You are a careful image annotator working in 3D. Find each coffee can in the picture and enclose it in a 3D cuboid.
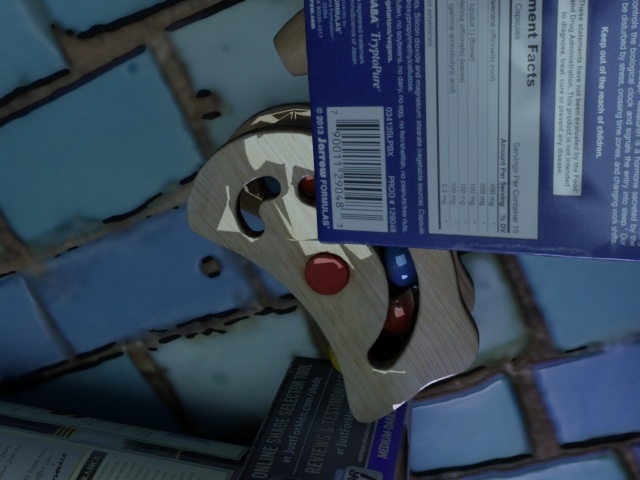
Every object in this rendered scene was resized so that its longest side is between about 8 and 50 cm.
[{"bbox_3d":[-0.185,0.241,0.597,0.275,0.201,0.202,8,115,10],"label":"coffee can"}]

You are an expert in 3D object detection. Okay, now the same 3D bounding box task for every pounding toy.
[{"bbox_3d":[0.000,0.000,0.468,0.154,0.155,0.269,-15,110,15],"label":"pounding toy"}]

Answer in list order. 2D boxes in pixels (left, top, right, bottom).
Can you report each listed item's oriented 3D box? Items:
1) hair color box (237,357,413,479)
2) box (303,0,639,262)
[{"bbox_3d":[0.008,0.285,0.580,0.110,0.185,0.339,3,115,12],"label":"hair color box"},{"bbox_3d":[0.103,-0.060,0.313,0.225,0.036,0.136,4,107,25],"label":"box"}]
